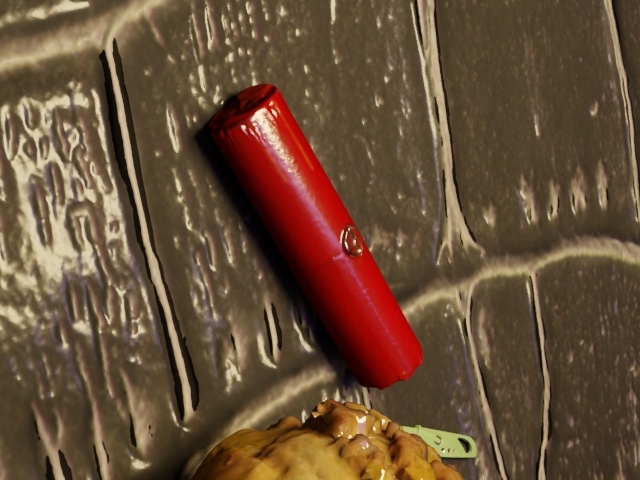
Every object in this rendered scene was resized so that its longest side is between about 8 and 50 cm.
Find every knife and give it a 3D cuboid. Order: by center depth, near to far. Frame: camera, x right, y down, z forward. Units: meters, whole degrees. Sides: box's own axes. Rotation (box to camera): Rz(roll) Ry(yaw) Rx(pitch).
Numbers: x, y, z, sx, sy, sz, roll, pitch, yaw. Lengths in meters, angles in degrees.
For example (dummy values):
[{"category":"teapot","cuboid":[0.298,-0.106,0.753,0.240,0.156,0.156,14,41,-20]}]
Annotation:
[{"category":"knife","cuboid":[0.079,0.186,1.109,0.207,0.014,0.030,16,77,-41]}]

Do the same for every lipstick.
[{"category":"lipstick","cuboid":[-0.001,0.001,1.006,0.073,0.073,0.279,-45,116,-33]}]

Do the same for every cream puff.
[{"category":"cream puff","cuboid":[0.035,0.281,0.855,0.231,0.343,0.327,-18,119,-20]}]
